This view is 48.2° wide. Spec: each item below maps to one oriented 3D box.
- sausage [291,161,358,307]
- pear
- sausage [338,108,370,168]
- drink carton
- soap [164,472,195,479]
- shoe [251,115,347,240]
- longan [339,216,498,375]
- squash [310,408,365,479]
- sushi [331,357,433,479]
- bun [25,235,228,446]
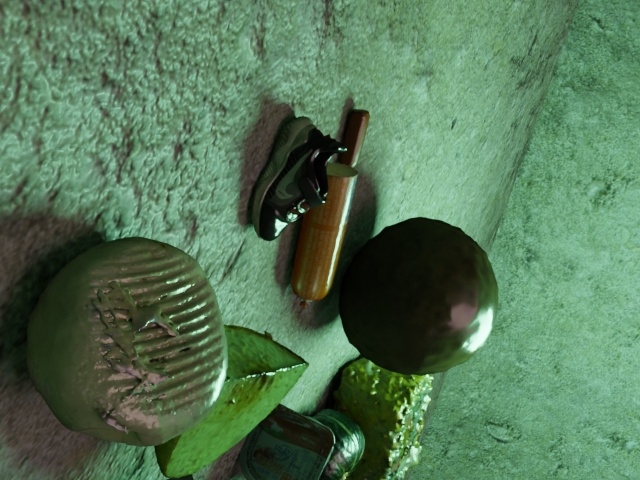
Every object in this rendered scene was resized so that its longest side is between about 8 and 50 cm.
[{"bbox_3d":[0.000,0.000,1.435,0.093,0.093,0.312,-30,137,-56],"label":"sausage"},{"bbox_3d":[-0.181,0.260,1.148,0.239,0.139,0.288,-62,155,11],"label":"pear"},{"bbox_3d":[0.068,-0.203,1.460,0.039,0.041,0.131,-29,137,-63],"label":"sausage"},{"bbox_3d":[-0.067,0.481,1.644,0.189,0.185,0.191,50,63,-77],"label":"drink carton"},{"bbox_3d":[-0.252,0.622,1.180,0.350,0.213,0.435,-20,131,-29],"label":"soap"},{"bbox_3d":[-0.037,-0.098,1.236,0.099,0.112,0.227,12,98,-68],"label":"shoe"},{"bbox_3d":[0.233,0.136,1.725,0.391,0.391,0.391,-48,150,-39],"label":"longan"},{"bbox_3d":[0.002,0.561,1.850,0.252,0.165,0.252,-44,159,-22],"label":"squash"},{"bbox_3d":[0.174,0.534,2.099,0.351,0.240,0.396,-23,128,-61],"label":"sushi"},{"bbox_3d":[-0.243,0.127,0.899,0.273,0.168,0.272,24,57,-44],"label":"bun"}]
